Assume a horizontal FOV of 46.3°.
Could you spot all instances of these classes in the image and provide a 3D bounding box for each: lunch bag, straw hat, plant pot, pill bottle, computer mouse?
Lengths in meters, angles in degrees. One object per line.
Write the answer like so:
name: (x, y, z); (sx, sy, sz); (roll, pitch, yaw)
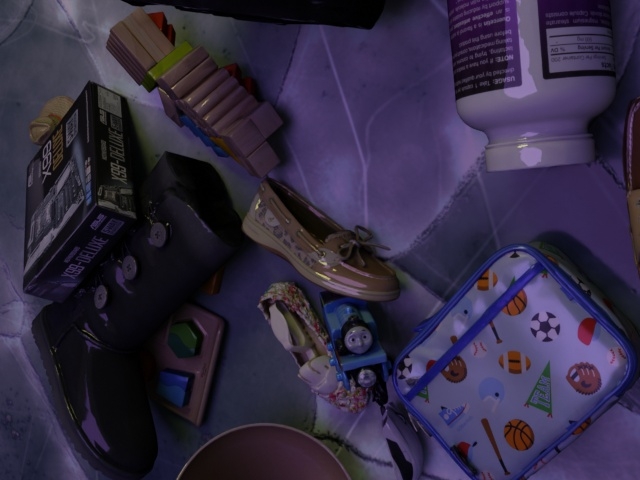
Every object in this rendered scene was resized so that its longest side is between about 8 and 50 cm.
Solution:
lunch bag: (0.239, 0.159, 0.963); (0.243, 0.115, 0.303); (49, 117, 20)
straw hat: (-0.517, -0.206, 1.419); (0.145, 0.061, 0.144); (4, 98, 32)
plant pot: (-0.094, 0.444, 1.145); (0.284, 0.284, 0.191); (52, 155, 16)
pill bottle: (0.241, -0.245, 0.866); (0.182, 0.181, 0.322); (-3, 95, 32)
computer mouse: (0.115, 0.269, 1.077); (0.042, 0.106, 0.193); (-17, 99, 13)

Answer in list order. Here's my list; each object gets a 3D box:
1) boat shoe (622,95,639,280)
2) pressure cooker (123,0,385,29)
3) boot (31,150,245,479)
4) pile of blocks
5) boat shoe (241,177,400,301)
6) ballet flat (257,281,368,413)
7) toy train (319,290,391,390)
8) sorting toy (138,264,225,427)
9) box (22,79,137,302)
boat shoe: (0.405, -0.007, 0.829); (0.123, 0.120, 0.324); (-12, 90, 33)
pressure cooker: (-0.077, -0.486, 0.918); (0.370, 0.375, 0.420); (7, 107, -2)
boot: (-0.270, 0.129, 1.232); (0.445, 0.146, 0.367); (-43, 69, 20)
pile of blocks: (-0.184, -0.242, 1.195); (0.362, 0.149, 0.112); (43, 73, 11)
boat shoe: (0.000, 0.000, 1.095); (0.285, 0.105, 0.089); (29, 110, 28)
ballet flat: (-0.021, 0.170, 1.147); (0.091, 0.077, 0.241); (-45, 73, 28)
toy train: (0.045, 0.134, 1.050); (0.080, 0.184, 0.105); (-14, 107, -3)
sorting toy: (-0.268, 0.153, 1.321); (0.229, 0.041, 0.307); (23, 108, 28)
box: (-0.418, -0.086, 1.284); (0.242, 0.077, 0.307); (-41, 45, 29)
